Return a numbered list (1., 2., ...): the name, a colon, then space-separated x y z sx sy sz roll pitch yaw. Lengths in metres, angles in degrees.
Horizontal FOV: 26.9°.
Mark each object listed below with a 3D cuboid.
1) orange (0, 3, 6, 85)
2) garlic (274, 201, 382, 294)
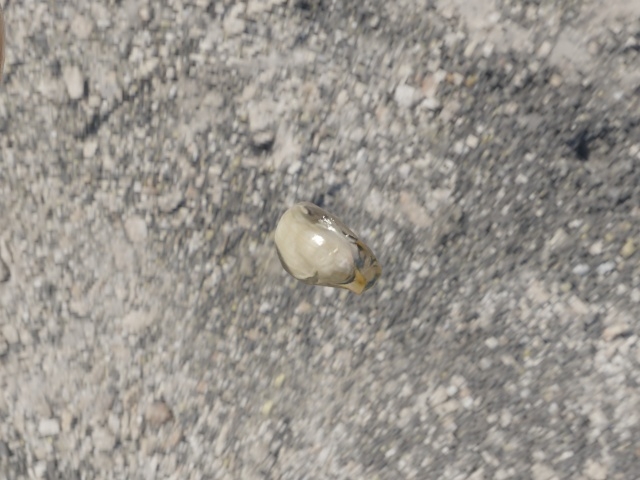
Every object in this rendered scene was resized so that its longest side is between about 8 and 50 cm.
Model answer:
1. orange: -0.351 -0.149 1.013 0.240 0.240 0.240 3 70 -8
2. garlic: -0.005 0.006 1.239 0.066 0.084 0.152 -55 44 3
